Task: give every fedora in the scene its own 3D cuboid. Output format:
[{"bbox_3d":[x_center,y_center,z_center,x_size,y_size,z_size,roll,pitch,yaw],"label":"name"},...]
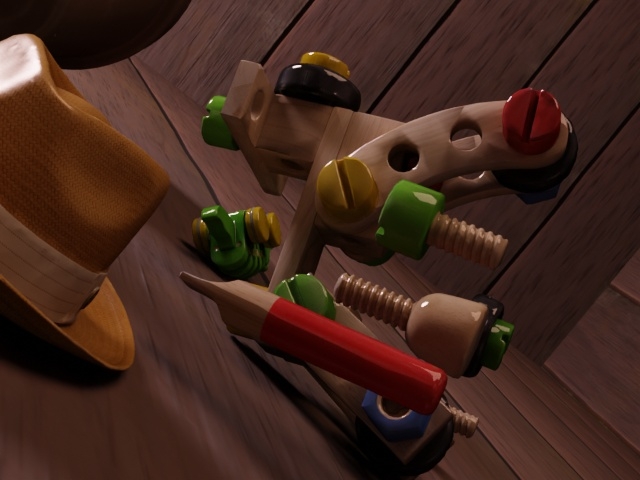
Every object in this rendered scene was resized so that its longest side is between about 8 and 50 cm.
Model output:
[{"bbox_3d":[-0.121,-0.032,0.487,0.194,0.079,0.194,46,1,-1],"label":"fedora"}]

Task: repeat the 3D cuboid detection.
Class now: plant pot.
[{"bbox_3d":[-0.258,-0.266,1.034,0.263,0.263,0.229,38,23,-6],"label":"plant pot"}]

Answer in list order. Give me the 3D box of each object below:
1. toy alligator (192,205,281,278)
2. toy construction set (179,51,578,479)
[{"bbox_3d":[-0.059,0.007,0.941,0.190,0.056,0.051,25,56,-77],"label":"toy alligator"},{"bbox_3d":[0.000,0.000,0.693,0.237,0.257,0.309,23,11,14],"label":"toy construction set"}]
